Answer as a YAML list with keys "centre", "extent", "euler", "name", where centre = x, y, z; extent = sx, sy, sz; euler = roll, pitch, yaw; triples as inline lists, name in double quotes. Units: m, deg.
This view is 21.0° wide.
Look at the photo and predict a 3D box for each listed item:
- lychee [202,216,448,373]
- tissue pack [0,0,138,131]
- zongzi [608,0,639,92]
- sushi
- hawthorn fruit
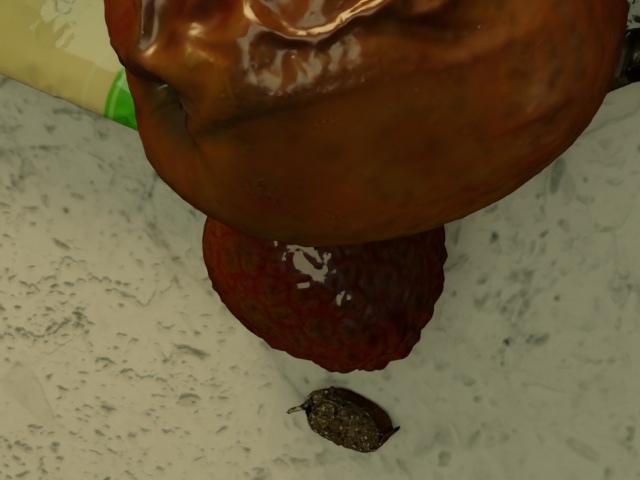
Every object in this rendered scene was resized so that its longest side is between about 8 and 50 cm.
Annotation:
- centre: [0.000, 0.000, 1.818]
  extent: [0.255, 0.255, 0.300]
  euler: [-32, 54, 14]
  name: "lychee"
- centre: [-0.201, -0.338, 1.824]
  extent: [0.331, 0.205, 0.405]
  euler: [22, 101, 7]
  name: "tissue pack"
- centre: [0.273, -0.167, 1.787]
  extent: [0.286, 0.138, 0.300]
  euler: [17, 104, 9]
  name: "zongzi"
- centre: [0.026, 0.201, 1.927]
  extent: [0.120, 0.055, 0.052]
  euler: [28, 108, 9]
  name: "sushi"
- centre: [0.030, -0.210, 1.549]
  extent: [0.471, 0.472, 0.472]
  euler: [2, 98, 12]
  name: "hawthorn fruit"
